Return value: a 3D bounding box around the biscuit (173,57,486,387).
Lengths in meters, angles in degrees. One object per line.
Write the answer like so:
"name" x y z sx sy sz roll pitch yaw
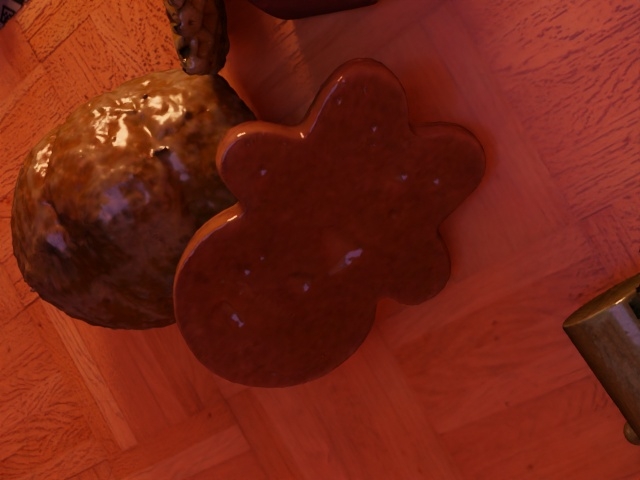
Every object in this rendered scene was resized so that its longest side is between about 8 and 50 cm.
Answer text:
"biscuit" 0.000 -0.001 0.797 0.275 0.052 0.355 30 107 -18

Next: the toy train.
"toy train" 0.340 0.142 0.680 0.189 0.126 0.308 -36 85 30

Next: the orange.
"orange" -0.215 -0.022 0.891 0.368 0.210 0.271 -27 101 28

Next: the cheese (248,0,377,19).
"cheese" -0.030 -0.316 0.734 0.128 0.177 0.203 1 104 27

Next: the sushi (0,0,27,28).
"sushi" -0.471 -0.383 1.026 0.231 0.047 0.220 -30 87 30

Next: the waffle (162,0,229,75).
"waffle" -0.129 -0.274 0.792 0.054 0.208 0.214 -9 112 1
